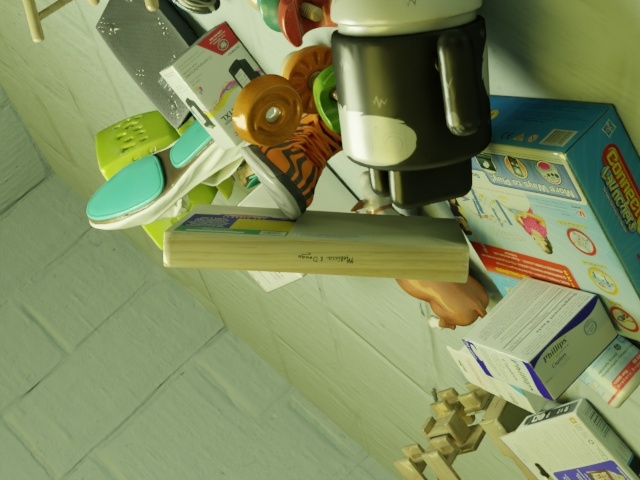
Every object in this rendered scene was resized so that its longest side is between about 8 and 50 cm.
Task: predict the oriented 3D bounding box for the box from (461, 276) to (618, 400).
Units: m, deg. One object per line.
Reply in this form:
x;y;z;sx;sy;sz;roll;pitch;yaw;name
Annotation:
0.271;0.119;1.341;0.072;0.126;0.137;56;162;-24;box

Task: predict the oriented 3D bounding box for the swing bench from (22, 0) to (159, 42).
-0.345;-0.458;1.588;0.253;0.165;0.254;-5;120;33;swing bench

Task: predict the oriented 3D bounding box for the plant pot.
-0.314;-0.154;2.234;0.228;0.207;0.227;57;-179;-28;plant pot

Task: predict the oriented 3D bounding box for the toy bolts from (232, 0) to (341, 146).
-0.059;-0.260;1.498;0.158;0.218;0.228;38;144;47;toy bolts

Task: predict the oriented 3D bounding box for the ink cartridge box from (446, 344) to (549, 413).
0.314;0.223;1.889;0.180;0.060;0.104;22;151;55;ink cartridge box

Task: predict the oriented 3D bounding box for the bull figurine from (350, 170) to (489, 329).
0.149;0.026;1.781;0.310;0.101;0.188;49;167;2;bull figurine

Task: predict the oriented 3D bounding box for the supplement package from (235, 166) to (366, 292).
-0.064;-0.034;2.021;0.175;0.177;0.293;49;163;-4;supplement package

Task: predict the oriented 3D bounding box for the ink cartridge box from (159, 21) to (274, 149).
-0.163;-0.260;1.835;0.175;0.127;0.072;51;160;-16;ink cartridge box

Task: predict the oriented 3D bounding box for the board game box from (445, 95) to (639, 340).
0.284;-0.032;1.335;0.302;0.086;0.308;55;162;-27;board game box

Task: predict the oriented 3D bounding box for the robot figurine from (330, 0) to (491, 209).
0.104;-0.181;1.199;0.209;0.174;0.278;5;112;31;robot figurine

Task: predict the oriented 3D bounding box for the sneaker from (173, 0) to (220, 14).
-0.225;-0.433;1.693;0.188;0.067;0.078;55;168;-16;sneaker

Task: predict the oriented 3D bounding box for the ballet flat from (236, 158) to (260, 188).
-0.130;-0.152;2.112;0.067;0.073;0.206;62;159;0;ballet flat

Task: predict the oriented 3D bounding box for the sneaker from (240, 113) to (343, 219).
-0.017;-0.145;1.613;0.124;0.180;0.321;55;-176;-20;sneaker

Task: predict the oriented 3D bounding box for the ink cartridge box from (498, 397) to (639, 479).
0.443;0.378;1.860;0.206;0.045;0.208;48;144;-6;ink cartridge box

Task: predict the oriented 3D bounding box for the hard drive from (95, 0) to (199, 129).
-0.292;-0.346;1.955;0.254;0.054;0.172;51;136;8;hard drive

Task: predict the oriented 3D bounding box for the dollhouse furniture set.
0.305;0.390;2.048;0.242;0.212;0.161;-26;107;44;dollhouse furniture set

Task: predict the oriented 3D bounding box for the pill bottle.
0.381;0.154;1.522;0.160;0.087;0.087;41;162;18;pill bottle

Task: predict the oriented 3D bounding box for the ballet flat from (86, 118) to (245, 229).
-0.262;-0.120;2.038;0.139;0.400;0.139;46;-159;-24;ballet flat

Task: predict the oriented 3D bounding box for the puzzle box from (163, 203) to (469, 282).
0.000;0.000;1.549;0.272;0.409;0.052;-67;-20;-79;puzzle box
